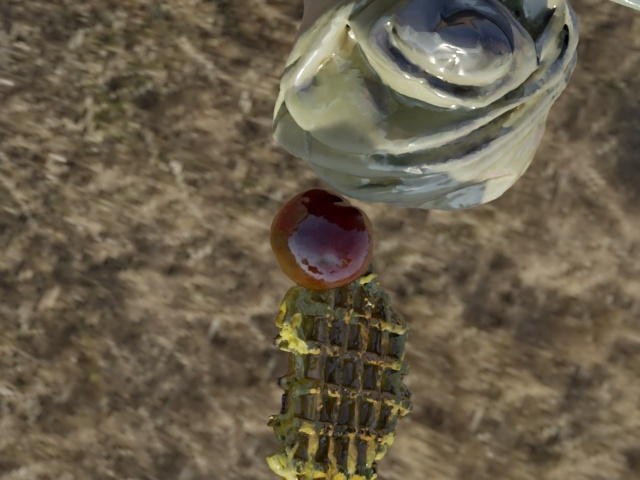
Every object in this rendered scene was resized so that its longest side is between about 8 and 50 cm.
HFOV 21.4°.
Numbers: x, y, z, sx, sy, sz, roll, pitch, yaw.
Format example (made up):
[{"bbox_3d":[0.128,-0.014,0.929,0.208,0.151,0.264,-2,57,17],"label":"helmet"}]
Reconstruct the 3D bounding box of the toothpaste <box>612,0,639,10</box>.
[{"bbox_3d":[0.335,-0.308,2.029,0.048,0.197,0.029,-72,-177,-46],"label":"toothpaste"}]

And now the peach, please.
[{"bbox_3d":[0.000,0.000,1.630,0.101,0.101,0.100,-14,113,-37],"label":"peach"}]

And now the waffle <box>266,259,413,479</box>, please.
[{"bbox_3d":[0.015,0.147,1.761,0.291,0.051,0.291,-1,91,-56],"label":"waffle"}]

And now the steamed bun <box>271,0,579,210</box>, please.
[{"bbox_3d":[0.099,-0.164,1.570,0.268,0.207,0.280,18,90,2],"label":"steamed bun"}]
